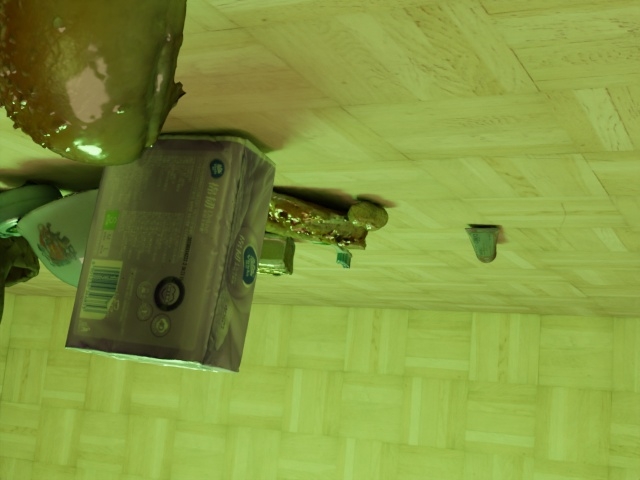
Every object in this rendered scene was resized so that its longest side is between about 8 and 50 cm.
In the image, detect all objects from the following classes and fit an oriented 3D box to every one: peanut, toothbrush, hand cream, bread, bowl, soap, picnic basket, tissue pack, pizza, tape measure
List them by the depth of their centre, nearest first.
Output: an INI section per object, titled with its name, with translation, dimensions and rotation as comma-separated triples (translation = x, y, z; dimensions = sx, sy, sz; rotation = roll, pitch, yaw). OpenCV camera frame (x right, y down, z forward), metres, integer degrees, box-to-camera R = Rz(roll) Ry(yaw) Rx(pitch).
[bread]
translation = -0.195, -0.160, 0.746
dimensions = 0.171, 0.192, 0.314
rotation = 6, 170, -13
[tissue pack]
translation = -0.215, 0.016, 1.350
dimensions = 0.242, 0.338, 0.160
rotation = 4, 167, 25
[peanut]
translation = 0.087, -0.045, 1.667
dimensions = 0.054, 0.054, 0.113
rotation = -2, 173, 34
[tape measure]
translation = -0.584, -0.066, 1.669
dimensions = 0.164, 0.084, 0.330
rotation = -23, 173, 3
[bowl]
translation = -0.383, 0.019, 1.712
dimensions = 0.346, 0.157, 0.345
rotation = -13, 169, -2
[pizza]
translation = -0.015, -0.034, 1.715
dimensions = 0.182, 0.073, 0.365
rotation = 9, 175, 38
[hand cream]
translation = 0.340, 0.005, 1.877
dimensions = 0.067, 0.043, 0.209
rotation = 3, 164, 15
[toothbrush]
translation = 0.001, -0.005, 2.011
dimensions = 0.042, 0.040, 0.418
rotation = 3, 166, 20
[picnic basket]
translation = -0.806, 0.106, 2.067
dimensions = 0.293, 0.337, 0.337
rotation = -21, 157, 33
[soap]
translation = -0.204, 0.025, 2.109
dimensions = 0.274, 0.089, 0.173
rotation = 4, 171, 6
